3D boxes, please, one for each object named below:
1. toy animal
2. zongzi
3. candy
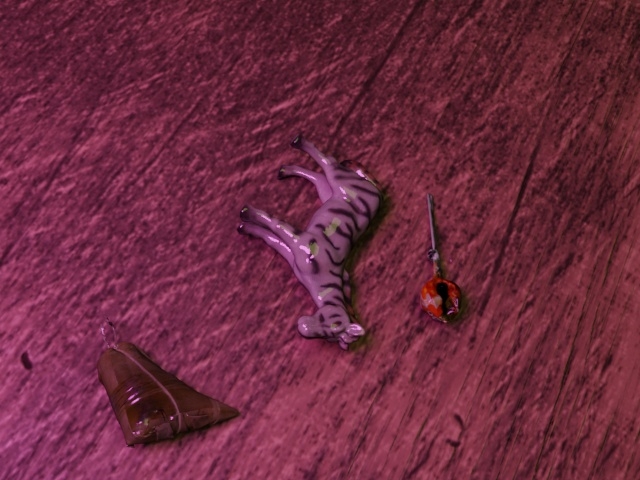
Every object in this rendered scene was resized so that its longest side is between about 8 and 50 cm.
[{"bbox_3d":[-0.017,-0.002,0.936,0.170,0.090,0.255,16,67,-9],"label":"toy animal"},{"bbox_3d":[-0.176,0.146,0.866,0.130,0.062,0.154,-8,51,-37],"label":"zongzi"},{"bbox_3d":[0.144,0.018,0.985,0.056,0.049,0.184,24,50,-35],"label":"candy"}]
